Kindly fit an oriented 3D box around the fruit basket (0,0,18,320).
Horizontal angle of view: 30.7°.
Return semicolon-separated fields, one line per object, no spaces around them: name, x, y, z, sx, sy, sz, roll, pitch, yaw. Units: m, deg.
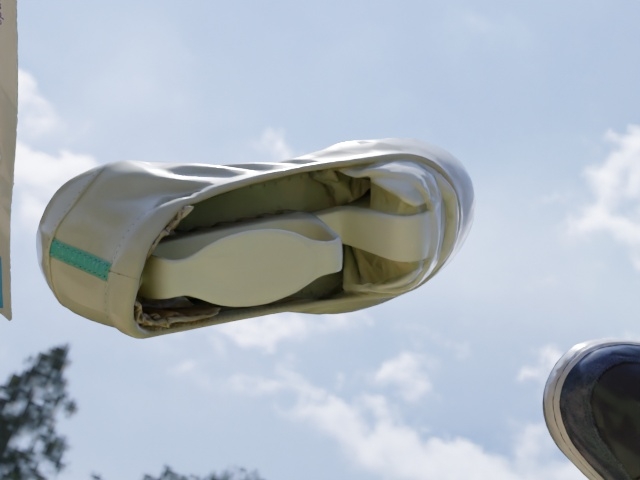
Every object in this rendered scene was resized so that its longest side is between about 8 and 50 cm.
fruit basket;-0.329;-0.133;0.721;0.353;0.165;0.327;38;-40;17

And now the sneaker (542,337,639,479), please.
sneaker;0.225;0.109;0.526;0.226;0.086;0.163;29;-14;-11

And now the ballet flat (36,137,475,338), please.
ballet flat;0.000;0.000;0.518;0.249;0.086;0.086;-9;-11;-37
